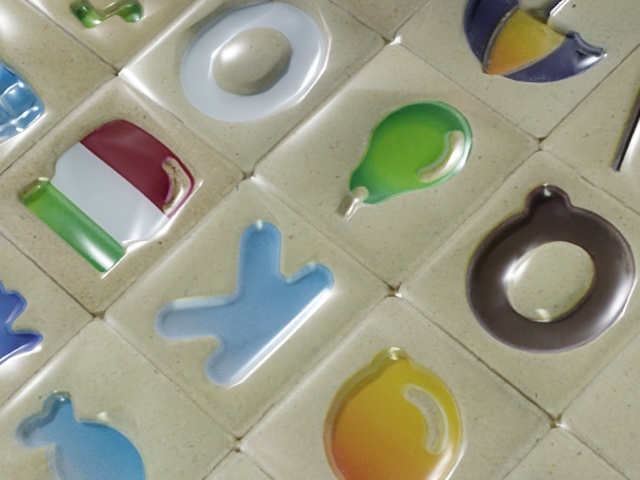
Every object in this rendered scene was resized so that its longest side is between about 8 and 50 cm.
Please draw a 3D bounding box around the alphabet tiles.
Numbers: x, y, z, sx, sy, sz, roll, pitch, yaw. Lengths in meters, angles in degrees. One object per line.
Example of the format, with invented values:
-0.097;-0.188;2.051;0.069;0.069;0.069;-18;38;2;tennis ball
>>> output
0.000;0.000;0.497;0.285;0.342;0.011;38;164;28;alphabet tiles
